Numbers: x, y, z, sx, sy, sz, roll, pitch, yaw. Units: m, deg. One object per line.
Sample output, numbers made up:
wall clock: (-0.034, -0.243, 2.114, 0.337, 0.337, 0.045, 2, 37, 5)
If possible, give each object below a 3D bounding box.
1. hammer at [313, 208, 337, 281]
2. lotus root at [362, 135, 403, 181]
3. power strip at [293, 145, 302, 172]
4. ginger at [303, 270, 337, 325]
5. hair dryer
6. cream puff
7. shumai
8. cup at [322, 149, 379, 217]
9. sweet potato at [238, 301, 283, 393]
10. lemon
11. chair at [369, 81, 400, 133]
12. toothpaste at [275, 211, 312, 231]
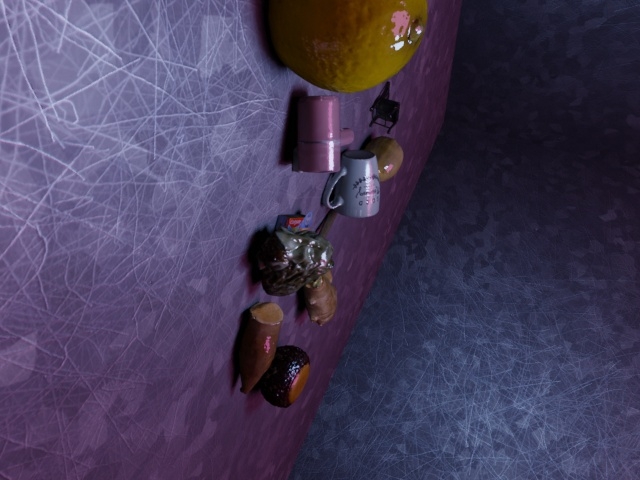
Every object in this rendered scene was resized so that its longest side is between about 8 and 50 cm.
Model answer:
hammer: (0.000, 0.000, 1.750, 0.043, 0.111, 0.365, -50, -169, 48)
lotus root: (0.257, -0.344, 1.979, 0.310, 0.183, 0.182, -54, 156, -40)
power strip: (-0.033, -0.289, 1.422, 0.192, 0.035, 0.081, -53, 154, -43)
ginger: (0.015, 0.197, 1.873, 0.236, 0.166, 0.375, -48, 162, -34)
hair dryer: (0.034, -0.337, 1.385, 0.352, 0.126, 0.210, -39, 131, -64)
cream puff: (-0.143, 0.525, 1.745, 0.239, 0.165, 0.239, -55, 157, -38)
shumai: (-0.105, 0.042, 1.367, 0.256, 0.189, 0.218, -34, 138, 9)
cup: (0.118, -0.221, 1.763, 0.258, 0.186, 0.233, -21, 125, -32)
sweet potato: (-0.209, 0.372, 1.466, 0.131, 0.131, 0.336, -22, 128, -67)
lemon: (0.083, -0.511, 1.034, 0.364, 0.365, 0.364, -56, 157, -38)
chair: (0.305, -0.597, 1.980, 0.229, 0.113, 0.106, -57, 160, -28)
toothpaste: (-0.084, -0.069, 1.490, 0.193, 0.044, 0.070, -11, 118, -70)
